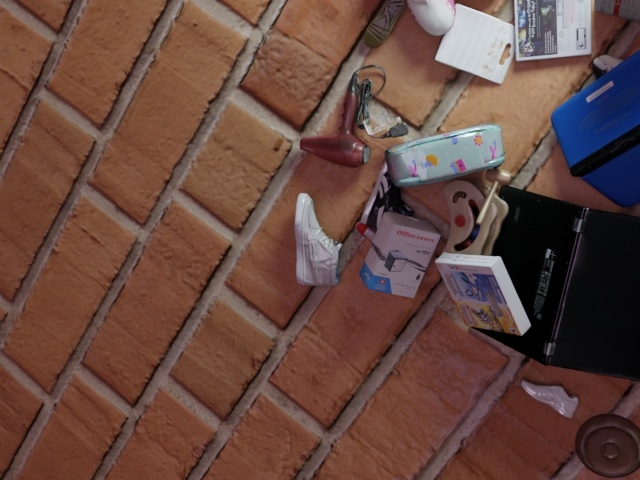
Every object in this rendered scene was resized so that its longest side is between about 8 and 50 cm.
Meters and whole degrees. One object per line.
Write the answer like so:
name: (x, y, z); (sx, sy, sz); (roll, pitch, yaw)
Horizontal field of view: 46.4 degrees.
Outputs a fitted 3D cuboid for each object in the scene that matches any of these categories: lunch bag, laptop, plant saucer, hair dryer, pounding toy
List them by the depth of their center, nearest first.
lunch bag: (0.298, -0.203, 1.789); (0.279, 0.224, 0.108); (-13, 97, 1)
laptop: (0.619, 0.099, 1.808); (0.408, 0.236, 0.382); (26, 109, 53)
pounding toy: (0.354, -0.065, 1.829); (0.154, 0.155, 0.269); (29, 113, 31)
plant saucer: (0.724, 0.518, 1.864); (0.168, 0.029, 0.168); (3, 98, 20)
hair dryer: (0.077, -0.301, 1.962); (0.293, 0.080, 0.223); (-29, 72, 15)

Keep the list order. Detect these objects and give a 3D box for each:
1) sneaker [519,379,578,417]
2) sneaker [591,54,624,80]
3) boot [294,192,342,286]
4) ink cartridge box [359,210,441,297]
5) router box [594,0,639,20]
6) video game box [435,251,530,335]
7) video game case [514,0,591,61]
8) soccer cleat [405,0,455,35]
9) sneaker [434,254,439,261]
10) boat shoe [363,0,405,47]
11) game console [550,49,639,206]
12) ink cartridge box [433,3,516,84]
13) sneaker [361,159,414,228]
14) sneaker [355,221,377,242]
sneaker: (0.578, 0.386, 1.888); (0.152, 0.054, 0.061); (28, 97, 7)
sneaker: (0.760, -0.351, 1.697); (0.292, 0.110, 0.118); (33, 84, 17)
boot: (0.000, 0.000, 2.018); (0.123, 0.095, 0.258); (2, 107, 13)
ink cartridge box: (0.202, 0.038, 1.907); (0.139, 0.082, 0.190); (12, 114, -20)
router box: (0.729, -0.500, 1.549); (0.301, 0.335, 0.082); (21, 105, 15)
video game box: (0.389, 0.126, 1.801); (0.187, 0.048, 0.205); (6, 129, 58)
video game case: (0.550, -0.528, 1.772); (0.173, 0.022, 0.190); (-2, 98, 16)
soccer cleat: (0.217, -0.647, 1.790); (0.116, 0.143, 0.331); (-24, 82, 36)
sneaker: (0.328, 0.070, 1.940); (0.035, 0.031, 0.083); (-35, 90, 7)
boat shoe: (0.166, -0.558, 1.899); (0.056, 0.048, 0.153); (35, 114, 6)
game console: (0.711, -0.246, 1.683); (0.293, 0.173, 0.250); (-37, 59, 47)
ink cartridge box: (0.388, -0.484, 1.840); (0.179, 0.045, 0.145); (20, 104, -3)
sneaker: (0.198, -0.120, 1.935); (0.121, 0.079, 0.217); (25, 112, 9)
sneaker: (0.138, -0.009, 1.971); (0.118, 0.067, 0.042); (33, 107, 12)
